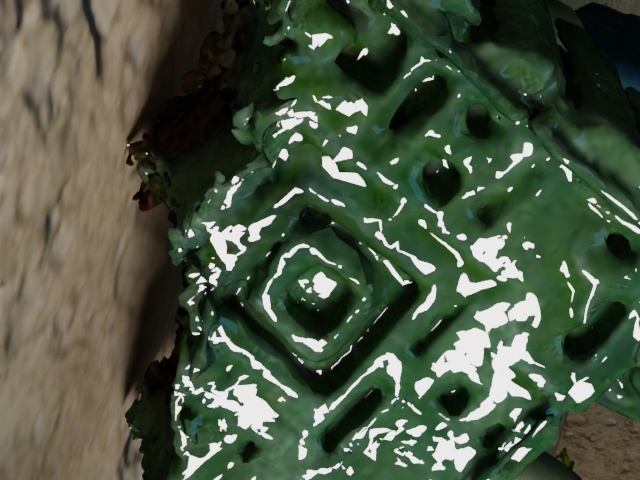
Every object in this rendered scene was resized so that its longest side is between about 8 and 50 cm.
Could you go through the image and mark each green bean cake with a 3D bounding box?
[{"bbox_3d":[0.000,0.000,0.552,0.208,0.193,0.107,-46,-159,18],"label":"green bean cake"}]

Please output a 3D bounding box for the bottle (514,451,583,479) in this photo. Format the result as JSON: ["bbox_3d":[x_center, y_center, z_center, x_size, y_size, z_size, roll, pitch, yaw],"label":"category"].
[{"bbox_3d":[-0.011,0.236,0.679,0.168,0.168,0.347,72,35,-68],"label":"bottle"}]

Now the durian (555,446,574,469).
[{"bbox_3d":[0.075,0.184,1.226,0.198,0.163,0.394,-37,164,7],"label":"durian"}]

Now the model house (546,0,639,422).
[{"bbox_3d":[0.239,-0.029,1.152,0.245,0.312,0.280,-60,162,-15],"label":"model house"}]

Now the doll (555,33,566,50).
[{"bbox_3d":[0.094,-0.062,0.930,0.180,0.110,0.107,-29,131,-70],"label":"doll"}]
